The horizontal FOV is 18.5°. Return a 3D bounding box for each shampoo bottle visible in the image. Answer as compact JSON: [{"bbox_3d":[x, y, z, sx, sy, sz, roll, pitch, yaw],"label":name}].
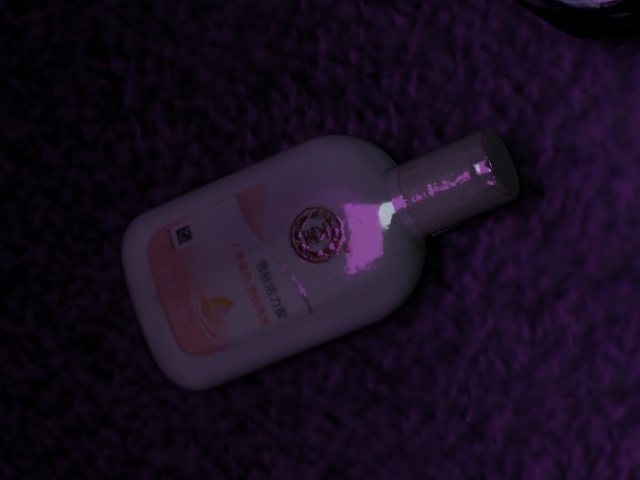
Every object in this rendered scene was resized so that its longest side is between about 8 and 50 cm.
[{"bbox_3d":[0.000,0.000,0.789,0.165,0.040,0.080,-23,80,21],"label":"shampoo bottle"}]

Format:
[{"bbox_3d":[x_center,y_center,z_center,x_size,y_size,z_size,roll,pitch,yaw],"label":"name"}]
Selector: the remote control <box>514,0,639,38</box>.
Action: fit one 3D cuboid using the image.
[{"bbox_3d":[0.044,-0.173,0.769,0.266,0.066,0.090,43,90,21],"label":"remote control"}]
